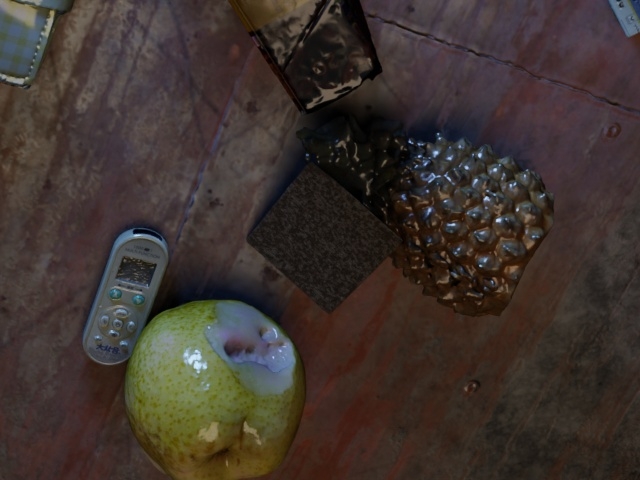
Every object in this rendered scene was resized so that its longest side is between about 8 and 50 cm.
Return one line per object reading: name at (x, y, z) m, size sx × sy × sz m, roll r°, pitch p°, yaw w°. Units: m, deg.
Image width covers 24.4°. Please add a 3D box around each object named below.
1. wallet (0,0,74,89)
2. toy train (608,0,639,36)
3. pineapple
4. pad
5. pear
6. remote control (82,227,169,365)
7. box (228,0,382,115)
wallet at (-0.392, -0.349, 1.765) m, size 0.223 × 0.077 × 0.309 m, roll 19°, pitch 115°, yaw -14°
toy train at (0.359, -0.366, 1.864) m, size 0.051 × 0.052 × 0.234 m, roll -27°, pitch 120°, yaw 14°
pineapple at (0.116, -0.059, 1.937) m, size 0.357 × 0.223 × 0.223 m, roll 27°, pitch 114°, yaw -10°
pad at (0.000, 0.000, 1.953) m, size 0.158 × 0.003 × 0.235 m, roll 41°, pitch 144°, yaw 0°
pear at (-0.144, 0.212, 2.023) m, size 0.271 × 0.271 × 0.271 m, roll -3°, pitch 121°, yaw -6°
remote control at (-0.271, 0.078, 2.046) m, size 0.078 × 0.042 × 0.221 m, roll 15°, pitch 116°, yaw -15°
box at (-0.082, -0.370, 1.681) m, size 0.116 × 0.264 × 0.415 m, roll -29°, pitch 118°, yaw 9°
